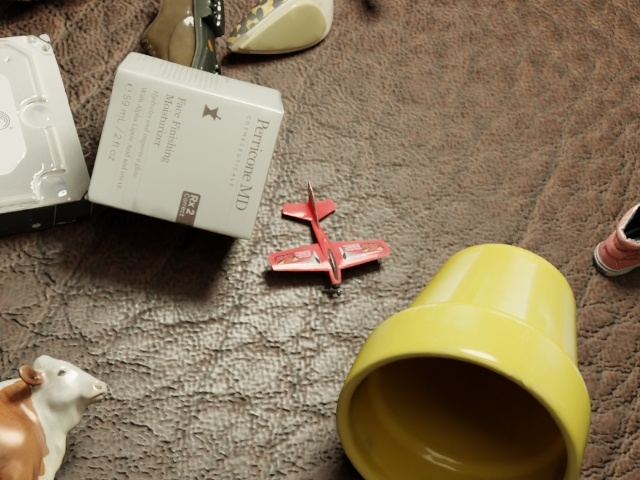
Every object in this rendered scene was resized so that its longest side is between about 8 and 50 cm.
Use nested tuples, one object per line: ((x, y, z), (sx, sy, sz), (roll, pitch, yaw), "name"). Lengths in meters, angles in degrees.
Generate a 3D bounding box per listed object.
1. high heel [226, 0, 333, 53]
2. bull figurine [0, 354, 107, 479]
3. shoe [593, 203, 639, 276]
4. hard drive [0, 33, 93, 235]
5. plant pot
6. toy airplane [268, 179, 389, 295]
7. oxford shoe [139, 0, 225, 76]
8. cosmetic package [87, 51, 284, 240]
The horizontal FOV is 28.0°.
((-0.049, -0.341, 1.673), (0.261, 0.093, 0.186), (-32, 55, -19), "high heel")
((-0.343, 0.231, 1.244), (0.310, 0.101, 0.188), (-17, 68, -23), "bull figurine")
((0.425, -0.016, 1.599), (0.178, 0.081, 0.063), (-23, 70, -25), "shoe")
((-0.445, -0.105, 1.431), (0.339, 0.064, 0.236), (-10, 65, -21), "hard drive")
((0.169, 0.136, 1.366), (0.254, 0.254, 0.239), (27, 42, 1), "plant pot")
((0.000, 0.000, 1.509), (0.151, 0.028, 0.151), (7, 59, -12), "toy airplane")
((-0.172, -0.217, 1.569), (0.096, 0.083, 0.227), (-5, 63, 11), "oxford shoe")
((-0.147, -0.107, 1.426), (0.184, 0.151, 0.151), (14, 14, -6), "cosmetic package")
